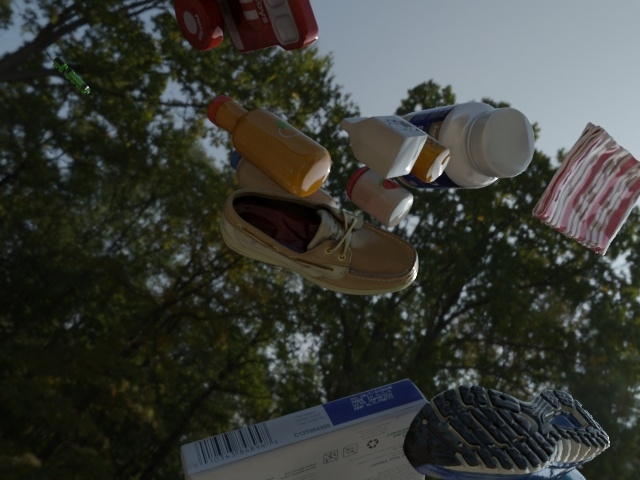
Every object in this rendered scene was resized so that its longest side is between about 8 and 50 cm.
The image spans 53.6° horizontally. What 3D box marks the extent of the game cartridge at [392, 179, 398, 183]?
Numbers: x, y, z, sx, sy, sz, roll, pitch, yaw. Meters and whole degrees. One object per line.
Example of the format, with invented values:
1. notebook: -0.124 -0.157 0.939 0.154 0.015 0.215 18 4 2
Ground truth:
1. game cartridge: 0.153 -0.096 1.376 0.056 0.083 0.017 44 -40 0

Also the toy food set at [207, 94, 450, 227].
1. toy food set: 0.008 -0.066 0.549 0.104 0.232 0.111 39 -58 25

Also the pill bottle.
1. pill bottle: 0.183 -0.124 0.836 0.112 0.112 0.187 54 -20 -20

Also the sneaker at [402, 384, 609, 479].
1. sneaker: 0.230 0.280 0.813 0.147 0.330 0.129 -60 -142 24

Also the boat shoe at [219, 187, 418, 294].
1. boat shoe: 0.000 0.000 0.408 0.135 0.050 0.045 12 -23 -1

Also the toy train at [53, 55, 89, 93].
1. toy train: -0.457 -0.303 1.162 0.083 0.017 0.024 44 -26 -7

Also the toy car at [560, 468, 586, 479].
1. toy car: 0.462 0.563 1.127 0.238 0.210 0.219 32 -73 -10

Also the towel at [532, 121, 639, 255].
1. towel: 0.386 -0.064 0.878 0.197 0.144 0.029 21 13 -38

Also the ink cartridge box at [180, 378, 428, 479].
1. ink cartridge box: -0.010 0.375 0.884 0.071 0.324 0.330 -130 -147 -55

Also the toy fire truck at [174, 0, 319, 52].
1. toy fire truck: -0.123 -0.439 0.976 0.254 0.169 0.302 13 -52 52
